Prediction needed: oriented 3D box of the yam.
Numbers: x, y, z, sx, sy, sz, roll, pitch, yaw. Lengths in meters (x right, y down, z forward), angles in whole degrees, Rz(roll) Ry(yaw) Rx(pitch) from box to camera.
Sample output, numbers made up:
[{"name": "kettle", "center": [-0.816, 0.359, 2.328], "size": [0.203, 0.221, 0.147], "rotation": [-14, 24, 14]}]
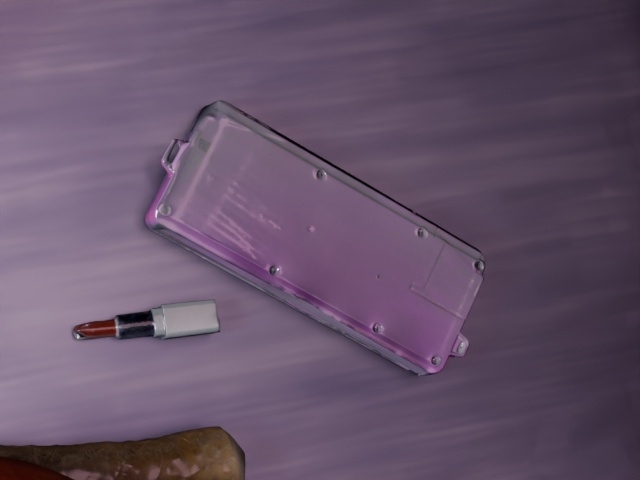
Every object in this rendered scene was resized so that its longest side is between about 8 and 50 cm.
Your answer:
[{"name": "yam", "center": [-0.195, 0.171, 1.417], "size": [0.300, 0.066, 0.066], "rotation": [-1, 84, -20]}]

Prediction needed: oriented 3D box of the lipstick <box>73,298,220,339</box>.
[{"name": "lipstick", "center": [-0.129, 0.062, 1.472], "size": [0.107, 0.025, 0.025], "rotation": [-5, 84, -14]}]

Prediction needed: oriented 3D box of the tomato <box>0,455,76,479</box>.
[{"name": "tomato", "center": [-0.230, 0.304, 1.259], "size": [0.341, 0.273, 0.341], "rotation": [-3, 97, -20]}]

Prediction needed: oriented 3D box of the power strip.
[{"name": "power strip", "center": [0.000, 0.000, 1.518], "size": [0.279, 0.037, 0.109], "rotation": [30, 75, -14]}]
